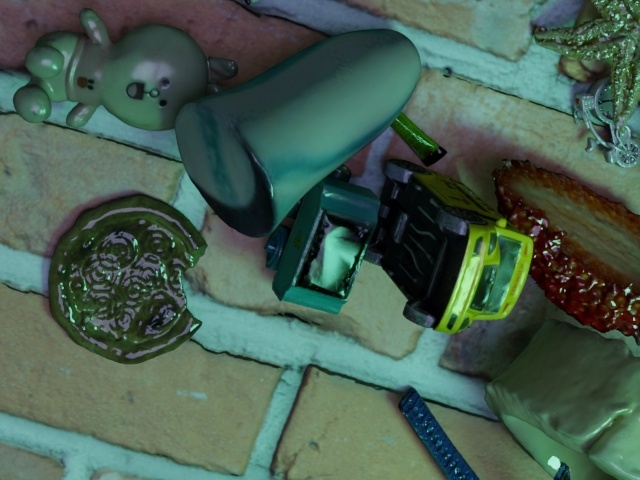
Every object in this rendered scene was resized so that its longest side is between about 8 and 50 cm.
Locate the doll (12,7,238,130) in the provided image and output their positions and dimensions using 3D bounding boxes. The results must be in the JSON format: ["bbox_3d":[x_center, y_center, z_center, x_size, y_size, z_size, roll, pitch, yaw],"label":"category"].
[{"bbox_3d":[-0.242,-0.208,1.764,0.275,0.113,0.154,-2,117,-18],"label":"doll"}]

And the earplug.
[{"bbox_3d":[0.001,-0.160,1.766,0.324,0.185,0.185,-34,113,-27],"label":"earplug"}]

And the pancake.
[{"bbox_3d":[-0.253,0.054,1.884,0.212,0.029,0.235,-4,107,-9],"label":"pancake"}]

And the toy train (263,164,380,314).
[{"bbox_3d":[0.000,0.000,1.850,0.107,0.154,0.197,16,103,-19],"label":"toy train"}]

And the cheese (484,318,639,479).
[{"bbox_3d":[0.390,0.260,1.899,0.153,0.332,0.292,-48,122,-13],"label":"cheese"}]

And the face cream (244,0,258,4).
[{"bbox_3d":[0.009,-0.365,1.788,0.244,0.058,0.092,-22,105,-9],"label":"face cream"}]

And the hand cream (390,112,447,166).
[{"bbox_3d":[0.116,-0.146,1.893,0.036,0.023,0.122,-37,113,24],"label":"hand cream"}]

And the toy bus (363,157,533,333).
[{"bbox_3d":[0.160,0.008,1.789,0.152,0.330,0.144,13,105,-18],"label":"toy bus"}]

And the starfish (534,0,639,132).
[{"bbox_3d":[0.393,-0.298,1.839,0.231,0.048,0.295,25,112,3],"label":"starfish"}]

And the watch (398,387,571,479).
[{"bbox_3d":[0.243,0.358,2.013,0.068,0.276,0.274,-46,140,-24],"label":"watch"}]

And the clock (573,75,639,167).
[{"bbox_3d":[0.393,-0.157,1.934,0.087,0.041,0.129,-18,105,-9],"label":"clock"}]

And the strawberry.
[{"bbox_3d":[0.329,0.011,1.900,0.306,0.233,0.137,33,121,-6],"label":"strawberry"}]
